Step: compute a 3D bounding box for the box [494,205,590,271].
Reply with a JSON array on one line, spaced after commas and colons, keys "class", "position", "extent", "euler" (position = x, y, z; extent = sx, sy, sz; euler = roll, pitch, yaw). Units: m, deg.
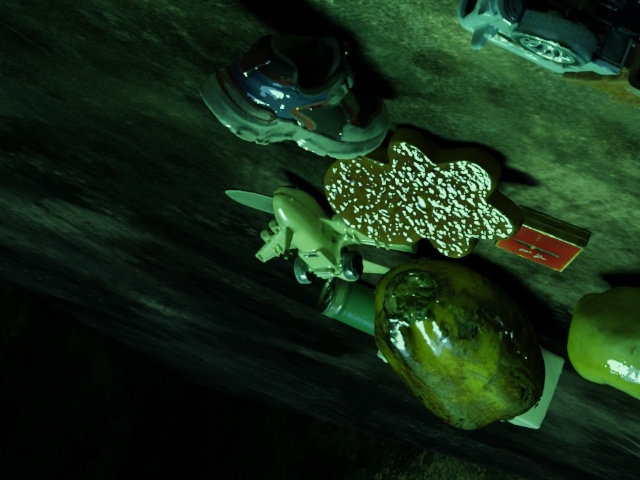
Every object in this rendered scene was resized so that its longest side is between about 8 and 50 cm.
[{"class": "box", "position": [0.261, -0.001, 1.892], "extent": [0.090, 0.023, 0.133], "euler": [23, 167, 1]}]

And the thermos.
[{"class": "thermos", "position": [0.091, 0.119, 2.547], "extent": [0.188, 0.073, 0.083], "euler": [25, 166, -14]}]

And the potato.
[{"class": "potato", "position": [0.395, 0.129, 1.938], "extent": [0.200, 0.137, 0.154], "euler": [22, 159, 32]}]

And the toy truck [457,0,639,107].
[{"class": "toy truck", "position": [0.245, -0.143, 1.095], "extent": [0.305, 0.136, 0.162], "euler": [23, 176, -16]}]

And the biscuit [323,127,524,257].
[{"class": "biscuit", "position": [0.108, -0.053, 1.778], "extent": [0.236, 0.039, 0.180], "euler": [0, 134, 35]}]

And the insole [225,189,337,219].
[{"class": "insole", "position": [-0.040, -0.044, 2.247], "extent": [0.232, 0.003, 0.080], "euler": [12, 164, 37]}]

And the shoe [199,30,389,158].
[{"class": "shoe", "position": [-0.007, -0.159, 1.572], "extent": [0.228, 0.125, 0.099], "euler": [2, -139, -44]}]

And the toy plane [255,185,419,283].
[{"class": "toy plane", "position": [0.000, 0.000, 2.158], "extent": [0.242, 0.104, 0.256], "euler": [-3, 164, 27]}]

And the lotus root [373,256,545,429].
[{"class": "lotus root", "position": [0.201, 0.153, 2.243], "extent": [0.196, 0.179, 0.397], "euler": [-5, 151, 25]}]

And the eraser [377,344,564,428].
[{"class": "eraser", "position": [0.233, 0.181, 2.452], "extent": [0.279, 0.124, 0.081], "euler": [28, 167, -24]}]
